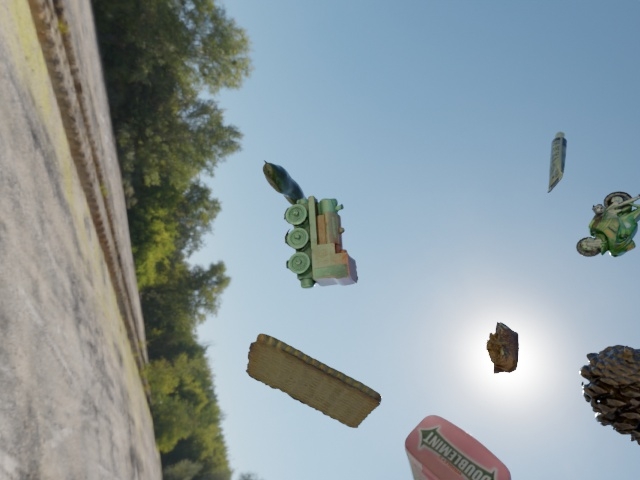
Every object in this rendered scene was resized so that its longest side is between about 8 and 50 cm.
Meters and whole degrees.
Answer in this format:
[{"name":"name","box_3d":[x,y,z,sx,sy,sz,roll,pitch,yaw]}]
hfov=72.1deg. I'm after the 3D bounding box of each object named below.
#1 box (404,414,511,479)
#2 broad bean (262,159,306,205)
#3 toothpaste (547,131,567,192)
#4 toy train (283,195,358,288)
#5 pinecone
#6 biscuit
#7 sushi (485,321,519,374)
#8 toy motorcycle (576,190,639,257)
[{"name":"box","box_3d":[0.287,0.533,0.891,0.190,0.112,0.370,31,-33,46]},{"name":"broad bean","box_3d":[-0.066,-0.108,1.002,0.254,0.046,0.065,51,33,-53]},{"name":"toothpaste","box_3d":[0.608,-0.209,1.126,0.062,0.037,0.216,101,14,-52]},{"name":"toy train","box_3d":[0.000,0.000,0.788,0.074,0.118,0.176,55,30,-63]},{"name":"pinecone","box_3d":[0.824,0.405,1.178,0.243,0.243,0.258,40,-60,59]},{"name":"biscuit","box_3d":[-0.022,0.267,0.831,0.172,0.254,0.029,110,7,-50]},{"name":"sushi","box_3d":[0.330,0.198,0.802,0.118,0.060,0.062,-52,151,-59]},{"name":"toy motorcycle","box_3d":[0.660,-0.031,0.983,0.106,0.190,0.074,26,-18,44]}]
